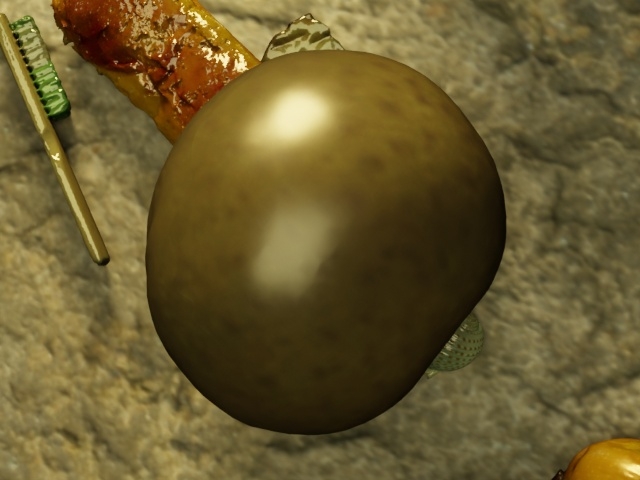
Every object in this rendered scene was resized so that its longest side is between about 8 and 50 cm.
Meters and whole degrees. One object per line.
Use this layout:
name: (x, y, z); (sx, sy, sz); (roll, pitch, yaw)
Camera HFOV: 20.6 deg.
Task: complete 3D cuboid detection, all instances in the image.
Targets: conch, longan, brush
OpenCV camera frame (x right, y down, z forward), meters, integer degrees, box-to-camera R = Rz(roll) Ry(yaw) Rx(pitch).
conch: (0.122, 0.101, 1.790); (0.085, 0.056, 0.076); (-44, 72, 6)
longan: (0.000, 0.000, 1.645); (0.361, 0.361, 0.361); (0, 91, 8)
brush: (-0.273, -0.108, 1.845); (0.048, 0.054, 0.282); (-22, 87, -5)

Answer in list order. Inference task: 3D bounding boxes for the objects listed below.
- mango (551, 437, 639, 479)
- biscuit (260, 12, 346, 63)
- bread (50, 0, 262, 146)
mango: (0.385, 0.318, 1.697); (0.359, 0.144, 0.187); (36, 136, 7)
biscuit: (0.012, -0.083, 1.812); (0.187, 0.036, 0.273); (-38, 86, 7)
bread: (-0.156, -0.184, 1.798); (0.271, 0.077, 0.139); (47, 107, 11)
